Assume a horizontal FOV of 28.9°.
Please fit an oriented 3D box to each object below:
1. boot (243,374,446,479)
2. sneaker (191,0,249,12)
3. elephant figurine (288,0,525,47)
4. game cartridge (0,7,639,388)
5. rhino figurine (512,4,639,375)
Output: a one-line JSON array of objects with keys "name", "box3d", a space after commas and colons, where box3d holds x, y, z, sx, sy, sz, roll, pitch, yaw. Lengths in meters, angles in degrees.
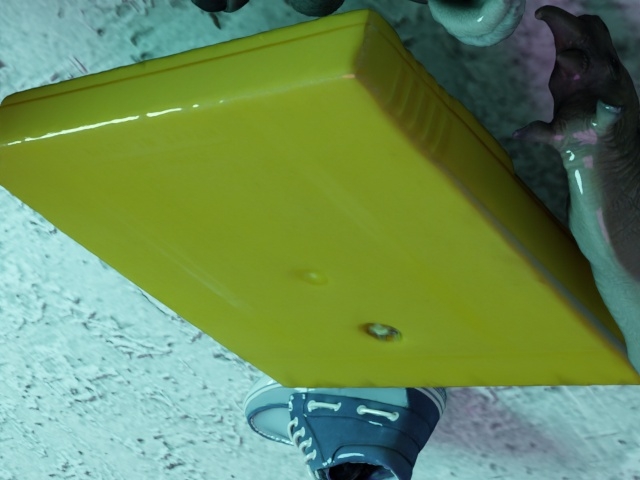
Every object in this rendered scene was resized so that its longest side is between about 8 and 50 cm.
[{"name": "boot", "box3d": [0.000, 0.143, 0.921, 0.190, 0.086, 0.069, -15, 124, 42]}, {"name": "sneaker", "box3d": [-0.117, -0.193, 0.581, 0.087, 0.130, 0.227, 49, 168, 55]}, {"name": "elephant figurine", "box3d": [0.051, -0.164, 0.523, 0.169, 0.186, 0.239, -26, 143, 2]}, {"name": "game cartridge", "box3d": [0.000, 0.000, 0.720, 0.285, 0.052, 0.324, -6, 146, 37]}, {"name": "rhino figurine", "box3d": [0.162, -0.018, 0.621, 0.073, 0.106, 0.243, -8, 128, 38]}]
